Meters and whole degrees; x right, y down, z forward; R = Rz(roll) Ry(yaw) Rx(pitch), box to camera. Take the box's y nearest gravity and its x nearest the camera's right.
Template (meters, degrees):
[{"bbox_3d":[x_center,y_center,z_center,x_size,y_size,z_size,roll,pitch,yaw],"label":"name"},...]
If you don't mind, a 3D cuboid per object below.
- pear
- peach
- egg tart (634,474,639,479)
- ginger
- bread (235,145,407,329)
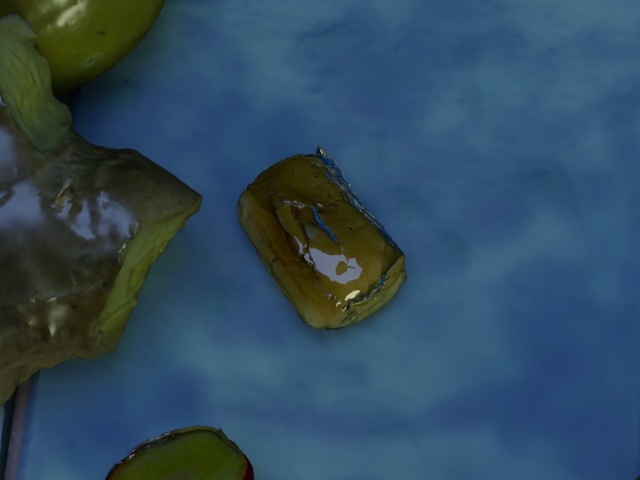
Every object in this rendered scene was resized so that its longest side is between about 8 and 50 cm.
[{"bbox_3d":[-0.164,-0.167,1.192,0.149,0.149,0.162,39,82,17],"label":"pear"},{"bbox_3d":[-0.079,0.147,1.116,0.083,0.050,0.077,-30,46,-16],"label":"peach"},{"bbox_3d":[0.284,0.230,1.015,0.341,0.129,0.341,-2,70,6],"label":"egg tart"},{"bbox_3d":[-0.216,-0.031,1.136,0.270,0.123,0.219,40,110,7],"label":"ginger"},{"bbox_3d":[0.000,0.000,1.165,0.072,0.053,0.106,-31,65,-10],"label":"bread"}]
